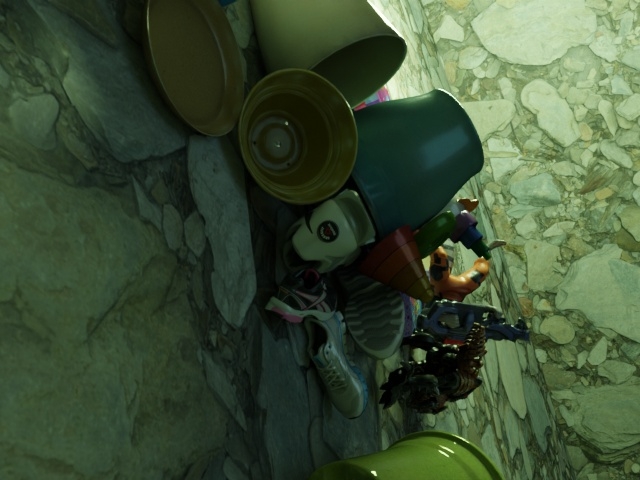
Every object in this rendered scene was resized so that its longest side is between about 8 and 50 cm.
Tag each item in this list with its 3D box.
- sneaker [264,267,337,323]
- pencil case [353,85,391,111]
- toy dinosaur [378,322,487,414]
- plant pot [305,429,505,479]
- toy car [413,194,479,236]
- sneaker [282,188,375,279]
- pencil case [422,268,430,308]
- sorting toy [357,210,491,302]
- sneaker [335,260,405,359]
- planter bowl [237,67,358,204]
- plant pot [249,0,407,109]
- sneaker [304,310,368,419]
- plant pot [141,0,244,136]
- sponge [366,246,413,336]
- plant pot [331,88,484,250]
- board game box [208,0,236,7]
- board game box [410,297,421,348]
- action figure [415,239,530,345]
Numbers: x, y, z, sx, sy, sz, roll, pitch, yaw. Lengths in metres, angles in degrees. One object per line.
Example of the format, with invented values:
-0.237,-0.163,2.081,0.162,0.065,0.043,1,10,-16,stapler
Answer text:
-0.014,0.081,1.106,0.077,0.072,0.178,-66,161,11,sneaker
0.113,-0.375,1.727,0.236,0.105,0.104,67,23,-14,pencil case
0.235,0.250,1.404,0.164,0.219,0.321,-98,-156,-58,toy dinosaur
0.102,0.405,0.994,0.254,0.276,0.275,23,54,-49,plant pot
0.229,-0.041,1.533,0.210,0.238,0.219,73,8,-63,toy car
0.000,0.000,1.204,0.122,0.146,0.330,60,-4,9,sneaker
0.305,0.169,1.830,0.088,0.087,0.205,114,-31,-72,pencil case
0.221,0.034,1.299,0.126,0.127,0.366,50,36,18,sorting toy
0.099,0.135,1.270,0.281,0.105,0.115,-101,175,-64,sneaker
-0.052,-0.164,1.152,0.217,0.090,0.217,1,89,-30,planter bowl
-0.018,-0.399,1.290,0.273,0.257,0.256,62,20,13,plant pot
0.015,0.204,1.152,0.083,0.071,0.190,0,66,-60,sneaker
-0.184,-0.263,1.008,0.236,0.033,0.236,-8,90,-66,plant pot
0.125,0.086,1.374,0.210,0.031,0.117,-124,-158,-60,sponge
0.155,-0.147,1.326,0.271,0.255,0.271,59,-8,13,plant pot
-0.096,-0.535,1.079,0.086,0.302,0.308,36,42,-56,board game box
0.209,0.109,1.710,0.145,0.027,0.281,54,29,-37,board game box
0.338,0.146,1.664,0.342,0.179,0.329,20,80,-30,action figure
